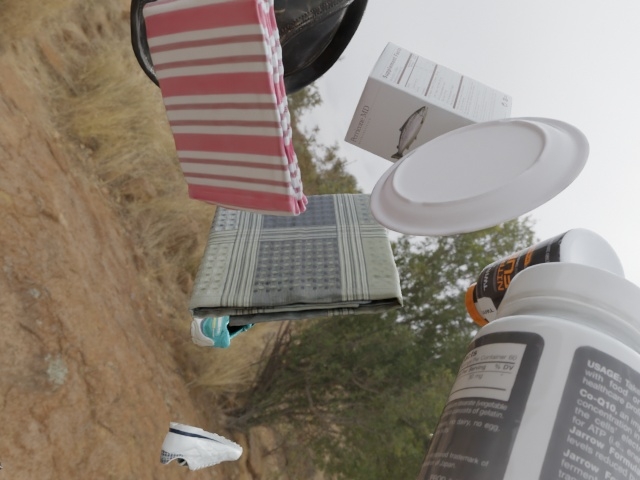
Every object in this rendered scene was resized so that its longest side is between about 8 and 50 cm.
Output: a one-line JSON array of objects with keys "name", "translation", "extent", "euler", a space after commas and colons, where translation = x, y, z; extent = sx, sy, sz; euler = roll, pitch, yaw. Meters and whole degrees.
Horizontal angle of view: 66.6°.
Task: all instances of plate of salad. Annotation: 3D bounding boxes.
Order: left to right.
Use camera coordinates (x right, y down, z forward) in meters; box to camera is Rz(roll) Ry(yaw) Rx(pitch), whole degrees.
[{"name": "plate of salad", "translation": [0.144, -0.059, 0.463], "extent": [0.048, 0.200, 0.199], "euler": [62, 2, -29]}]

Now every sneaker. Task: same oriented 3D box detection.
[{"name": "sneaker", "translation": [-0.294, 0.522, 1.207], "extent": [0.235, 0.090, 0.094], "euler": [38, 55, -39]}, {"name": "sneaker", "translation": [-0.205, 0.186, 1.203], "extent": [0.275, 0.110, 0.106], "euler": [-46, 143, -59]}]

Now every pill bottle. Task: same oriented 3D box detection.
[{"name": "pill bottle", "translation": [0.349, 0.080, 0.803], "extent": [0.130, 0.131, 0.246], "euler": [66, -29, 11]}, {"name": "pill bottle", "translation": [0.226, 0.208, 0.497], "extent": [0.204, 0.361, 0.204], "euler": [25, -32, 17]}]

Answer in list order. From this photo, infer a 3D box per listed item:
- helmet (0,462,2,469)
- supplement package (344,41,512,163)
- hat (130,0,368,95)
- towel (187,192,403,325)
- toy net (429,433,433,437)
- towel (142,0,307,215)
[{"name": "helmet", "translation": [-0.827, 0.516, 1.105], "extent": [0.162, 0.169, 0.169], "euler": [-9, -69, 44]}, {"name": "supplement package", "translation": [0.139, -0.159, 0.636], "extent": [0.105, 0.180, 0.105], "euler": [112, 2, -48]}, {"name": "hat", "translation": [-0.035, -0.260, 0.542], "extent": [0.134, 0.331, 0.331], "euler": [44, -6, 15]}, {"name": "towel", "translation": [-0.042, 0.019, 0.805], "extent": [0.324, 0.313, 0.056], "euler": [-92, 179, -56]}, {"name": "toy net", "translation": [0.305, 0.397, 0.960], "extent": [0.232, 0.045, 0.122], "euler": [26, -20, -18]}, {"name": "towel", "translation": [-0.086, -0.119, 0.443], "extent": [0.029, 0.144, 0.196], "euler": [-38, 129, -46]}]
